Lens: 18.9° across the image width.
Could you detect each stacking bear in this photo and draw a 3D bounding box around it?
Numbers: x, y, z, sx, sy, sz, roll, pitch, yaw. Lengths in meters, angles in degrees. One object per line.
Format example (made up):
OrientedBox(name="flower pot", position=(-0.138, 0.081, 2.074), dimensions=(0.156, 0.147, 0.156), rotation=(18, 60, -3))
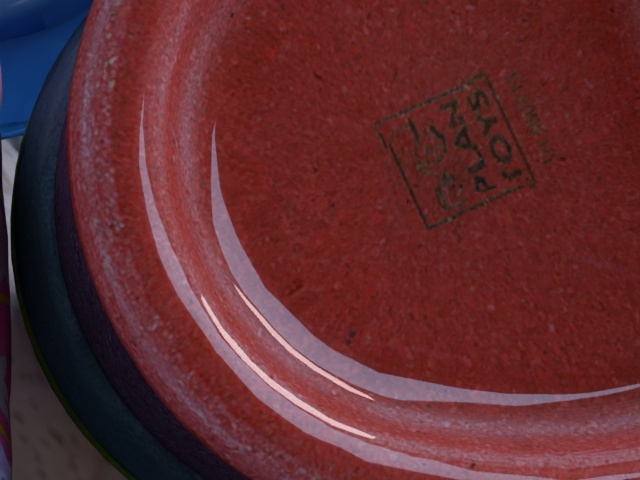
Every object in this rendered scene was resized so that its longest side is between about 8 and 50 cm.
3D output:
OrientedBox(name="stacking bear", position=(0.000, 0.000, 0.493), dimensions=(0.175, 0.164, 0.289), rotation=(65, -15, 2))

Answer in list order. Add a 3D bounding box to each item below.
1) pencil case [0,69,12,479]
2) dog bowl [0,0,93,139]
OrientedBox(name="pencil case", position=(-0.120, 0.044, 0.357), dimensions=(0.124, 0.124, 0.284), rotation=(35, 31, -32))
OrientedBox(name="dog bowl", position=(-0.133, -0.166, 0.592), dimensions=(0.297, 0.166, 0.074), rotation=(55, 13, 7))
